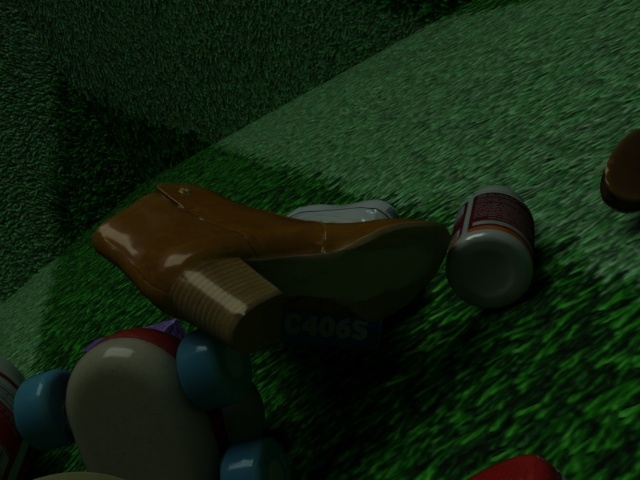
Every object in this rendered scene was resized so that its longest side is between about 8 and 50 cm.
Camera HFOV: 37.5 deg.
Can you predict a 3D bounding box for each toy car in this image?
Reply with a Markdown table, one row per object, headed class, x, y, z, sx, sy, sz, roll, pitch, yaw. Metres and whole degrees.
| class | x | y | z | sx | sy | sz | roll | pitch | yaw |
| --- | --- | --- | --- | --- | --- | --- | --- | --- | --- |
| toy car | -0.130 | 0.166 | 0.933 | 0.219 | 0.210 | 0.238 | -17 | 7 | 20 |

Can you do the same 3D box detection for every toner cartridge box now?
| class | x | y | z | sx | sy | sz | roll | pitch | yaw |
| --- | --- | --- | --- | --- | --- | --- | --- | --- | --- |
| toner cartridge box | -0.040 | 0.048 | 1.089 | 0.165 | 0.075 | 0.348 | 5 | 5 | -9 |

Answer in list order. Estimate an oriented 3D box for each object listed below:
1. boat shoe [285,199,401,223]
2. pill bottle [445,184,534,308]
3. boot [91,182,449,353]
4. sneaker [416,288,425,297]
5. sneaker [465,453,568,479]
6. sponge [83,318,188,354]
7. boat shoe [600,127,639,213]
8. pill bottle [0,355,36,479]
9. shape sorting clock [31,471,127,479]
| class | x | y | z | sx | sy | sz | roll | pitch | yaw |
| --- | --- | --- | --- | --- | --- | --- | --- | --- | --- |
| boat shoe | 0.000 | 0.000 | 1.342 | 0.258 | 0.095 | 0.084 | -18 | 18 | 50 |
| pill bottle | 0.179 | 0.000 | 0.977 | 0.086 | 0.086 | 0.152 | -27 | 17 | 24 |
| boot | -0.041 | -0.003 | 0.877 | 0.295 | 0.104 | 0.211 | -17 | 38 | -40 |
| sneaker | 0.082 | 0.043 | 1.123 | 0.078 | 0.067 | 0.188 | -14 | 12 | -5 |
| sneaker | 0.024 | 0.204 | 0.599 | 0.279 | 0.118 | 0.107 | -31 | 16 | 12 |
| sponge | -0.220 | 0.169 | 1.233 | 0.210 | 0.117 | 0.031 | -17 | 24 | 47 |
| boat shoe | 0.349 | -0.087 | 0.943 | 0.207 | 0.073 | 0.073 | -37 | -23 | -24 |
| pill bottle | -0.499 | 0.287 | 1.238 | 0.229 | 0.229 | 0.408 | -34 | 14 | 0 |
| shape sorting clock | -0.179 | 0.271 | 0.686 | 0.206 | 0.206 | 0.040 | -44 | -4 | -34 |
